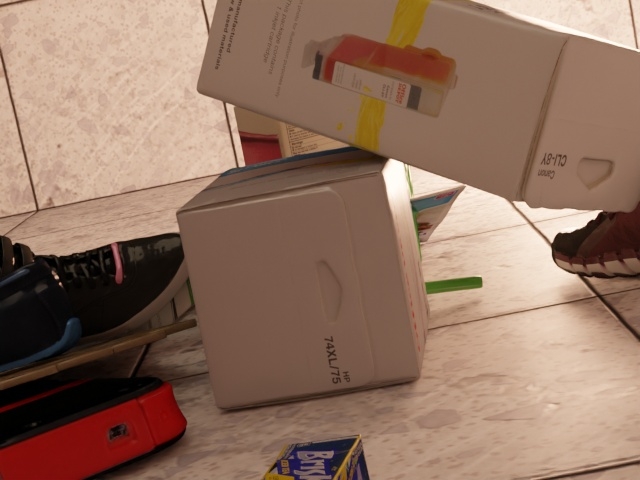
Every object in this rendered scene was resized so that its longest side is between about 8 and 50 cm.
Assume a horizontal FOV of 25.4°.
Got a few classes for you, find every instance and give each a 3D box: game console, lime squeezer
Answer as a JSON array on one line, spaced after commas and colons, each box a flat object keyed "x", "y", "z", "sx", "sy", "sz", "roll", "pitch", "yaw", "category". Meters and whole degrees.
[{"x": -0.343, "y": 0.201, "z": 1.239, "sx": 0.387, "sy": 0.060, "sz": 0.342, "roll": -18, "pitch": 5, "yaw": -38, "category": "game console"}, {"x": 0.021, "y": 0.071, "z": 1.600, "sx": 0.310, "sy": 0.058, "sz": 0.110, "roll": -9, "pitch": -21, "yaw": 24, "category": "lime squeezer"}]

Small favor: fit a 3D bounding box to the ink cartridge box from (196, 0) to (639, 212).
[{"x": 0.119, "y": -0.163, "z": 1.413, "sx": 0.385, "sy": 0.160, "sz": 0.279, "roll": 23, "pitch": 14, "yaw": 32, "category": "ink cartridge box"}]

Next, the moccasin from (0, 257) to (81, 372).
[{"x": -0.426, "y": 0.107, "z": 1.510, "sx": 0.342, "sy": 0.116, "sz": 0.138, "roll": -17, "pitch": 0, "yaw": -2, "category": "moccasin"}]

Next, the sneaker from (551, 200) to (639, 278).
[{"x": 0.349, "y": -0.046, "z": 1.503, "sx": 0.106, "sy": 0.162, "sz": 0.281, "roll": -18, "pitch": 11, "yaw": -35, "category": "sneaker"}]

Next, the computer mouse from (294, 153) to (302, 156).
[{"x": -0.079, "y": -0.032, "z": 1.943, "sx": 0.272, "sy": 0.072, "sz": 0.188, "roll": -27, "pitch": -40, "yaw": 20, "category": "computer mouse"}]

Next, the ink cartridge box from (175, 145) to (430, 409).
[{"x": -0.006, "y": 0.025, "z": 1.403, "sx": 0.197, "sy": 0.198, "sz": 0.270, "roll": -10, "pitch": 9, "yaw": 7, "category": "ink cartridge box"}]

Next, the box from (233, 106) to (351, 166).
[{"x": -0.017, "y": -0.100, "z": 2.069, "sx": 0.149, "sy": 0.232, "sz": 0.127, "roll": -16, "pitch": 11, "yaw": -29, "category": "box"}]

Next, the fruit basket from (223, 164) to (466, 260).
[{"x": 0.000, "y": 0.000, "z": 1.784, "sx": 0.327, "sy": 0.165, "sz": 0.353, "roll": -6, "pitch": -15, "yaw": -5, "category": "fruit basket"}]

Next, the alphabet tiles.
[{"x": -0.297, "y": 0.136, "z": 1.484, "sx": 0.285, "sy": 0.011, "sz": 0.342, "roll": -17, "pitch": 0, "yaw": -29, "category": "alphabet tiles"}]

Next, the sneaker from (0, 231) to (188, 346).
[{"x": -0.291, "y": 0.044, "z": 1.592, "sx": 0.296, "sy": 0.147, "sz": 0.104, "roll": -23, "pitch": 51, "yaw": 12, "category": "sneaker"}]

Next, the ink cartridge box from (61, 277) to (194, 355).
[{"x": -0.255, "y": 0.071, "z": 1.779, "sx": 0.153, "sy": 0.086, "sz": 0.208, "roll": -10, "pitch": 10, "yaw": 12, "category": "ink cartridge box"}]

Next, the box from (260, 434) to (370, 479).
[{"x": -0.011, "y": 0.180, "z": 0.914, "sx": 0.059, "sy": 0.054, "sz": 0.169, "roll": -10, "pitch": 10, "yaw": 15, "category": "box"}]
